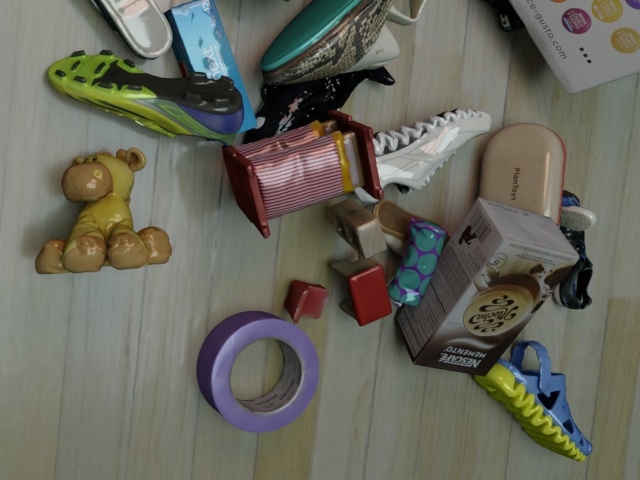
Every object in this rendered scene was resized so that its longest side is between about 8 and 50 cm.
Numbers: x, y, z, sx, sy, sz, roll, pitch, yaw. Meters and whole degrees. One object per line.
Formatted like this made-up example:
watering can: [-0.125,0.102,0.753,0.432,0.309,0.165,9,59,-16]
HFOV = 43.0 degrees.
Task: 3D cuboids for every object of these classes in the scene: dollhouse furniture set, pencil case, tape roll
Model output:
dollhouse furniture set: [0.000,0.000,1.287,0.201,0.152,0.374,-21,117,-13]
pencil case: [0.163,0.038,1.398,0.070,0.064,0.151,20,103,0]
tape roll: [-0.103,0.214,1.341,0.189,0.080,0.188,-3,97,-26]

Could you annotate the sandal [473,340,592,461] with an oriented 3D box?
sandal: [0.445,0.314,1.598,0.317,0.126,0.138,48,71,-23]

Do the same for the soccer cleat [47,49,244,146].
soccer cleat: [-0.256,-0.198,1.190,0.289,0.121,0.093,11,49,-1]

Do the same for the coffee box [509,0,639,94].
coffee box: [0.536,-0.518,1.381,0.337,0.334,0.338,50,55,-22]

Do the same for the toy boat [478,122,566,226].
toy boat: [0.386,-0.101,1.526,0.151,0.151,0.231,19,77,-63]

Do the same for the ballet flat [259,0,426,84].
ballet flat: [0.089,-0.398,1.315,0.182,0.164,0.482,42,68,-33]

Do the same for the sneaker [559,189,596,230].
sneaker: [0.478,-0.062,1.554,0.084,0.152,0.058,-43,108,-22]

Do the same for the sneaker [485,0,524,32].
sneaker: [0.323,-0.441,1.477,0.217,0.079,0.121,-5,96,-27]

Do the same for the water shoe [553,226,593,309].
water shoe: [0.514,0.037,1.620,0.073,0.080,0.203,-6,98,-26]

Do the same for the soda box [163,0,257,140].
soda box: [-0.173,-0.264,1.263,0.071,0.067,0.210,-25,105,-21]

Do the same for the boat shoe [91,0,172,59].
boat shoe: [-0.304,-0.381,1.181,0.095,0.079,0.254,-41,113,-19]

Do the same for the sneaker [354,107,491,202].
sneaker: [0.172,-0.149,1.413,0.292,0.110,0.118,-20,91,-16]

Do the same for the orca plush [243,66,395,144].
orca plush: [0.008,-0.221,1.335,0.287,0.102,0.151,-24,105,-22]

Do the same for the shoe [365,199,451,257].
shoe: [0.163,-0.008,1.465,0.219,0.058,0.076,32,61,-29]

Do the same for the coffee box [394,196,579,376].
coffee box: [0.281,0.088,1.414,0.168,0.118,0.297,12,125,-26]

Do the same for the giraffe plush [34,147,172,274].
giraffe plush: [-0.308,-0.046,1.163,0.182,0.210,0.170,-4,93,-1]
